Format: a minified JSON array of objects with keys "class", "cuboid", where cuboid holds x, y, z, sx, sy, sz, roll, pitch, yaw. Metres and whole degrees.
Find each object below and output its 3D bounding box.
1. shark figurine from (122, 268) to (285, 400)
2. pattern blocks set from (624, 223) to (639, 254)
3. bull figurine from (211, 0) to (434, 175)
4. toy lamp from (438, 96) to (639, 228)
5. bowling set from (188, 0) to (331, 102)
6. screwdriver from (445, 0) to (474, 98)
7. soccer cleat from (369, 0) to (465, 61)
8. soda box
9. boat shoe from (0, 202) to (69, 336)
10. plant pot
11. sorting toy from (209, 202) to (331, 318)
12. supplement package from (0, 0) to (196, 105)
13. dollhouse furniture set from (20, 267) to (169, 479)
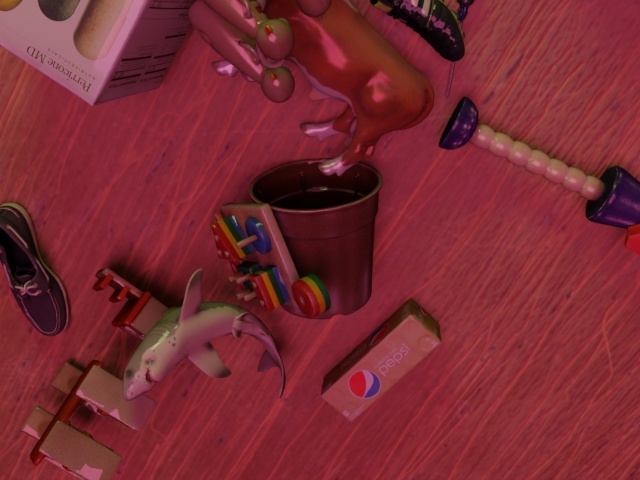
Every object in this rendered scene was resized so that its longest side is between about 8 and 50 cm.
[{"class":"shark figurine","cuboid":[-0.147,0.116,1.083,0.116,0.278,0.166,10,91,41]},{"class":"pattern blocks set","cuboid":[0.555,-0.012,0.943,0.286,0.026,0.325,29,140,-17]},{"class":"bull figurine","cuboid":[-0.008,-0.231,1.000,0.310,0.101,0.188,45,113,-6]},{"class":"toy lamp","cuboid":[0.287,-0.092,1.030,0.275,0.080,0.080,26,110,-3]},{"class":"bowling set","cuboid":[-0.037,-0.283,0.834,0.200,0.287,0.154,-44,83,-4]},{"class":"screwdriver","cuboid":[0.168,-0.258,1.017,0.025,0.024,0.169,27,120,27]},{"class":"soccer cleat","cuboid":[0.105,-0.281,0.983,0.072,0.060,0.178,-39,98,-17]},{"class":"soda box","cuboid":[0.084,0.168,1.153,0.061,0.058,0.181,42,109,-9]},{"class":"boat shoe","cuboid":[-0.418,0.051,1.159,0.075,0.065,0.206,-13,108,10]},{"class":"plant pot","cuboid":[0.000,0.000,1.057,0.167,0.167,0.165,-2,118,6]},{"class":"sorting toy","cuboid":[-0.088,0.022,1.017,0.046,0.275,0.132,-28,105,-24]},{"class":"supplement package","cuboid":[-0.239,-0.324,0.930,0.199,0.198,0.262,33,109,0]},{"class":"dollhouse furniture set","cuboid":[-0.309,0.181,1.108,0.135,0.262,0.259,36,71,-16]}]
